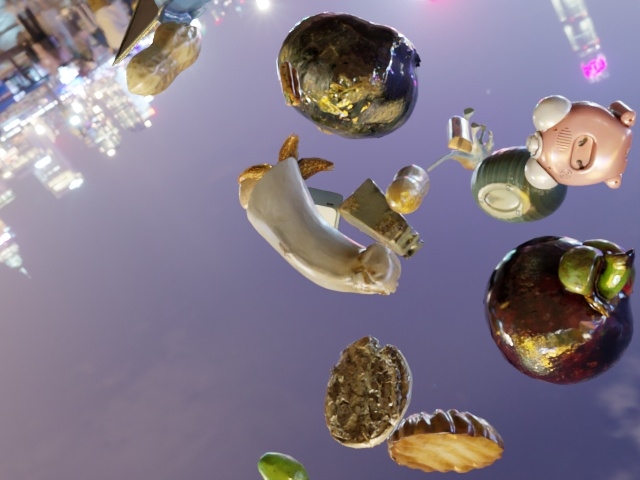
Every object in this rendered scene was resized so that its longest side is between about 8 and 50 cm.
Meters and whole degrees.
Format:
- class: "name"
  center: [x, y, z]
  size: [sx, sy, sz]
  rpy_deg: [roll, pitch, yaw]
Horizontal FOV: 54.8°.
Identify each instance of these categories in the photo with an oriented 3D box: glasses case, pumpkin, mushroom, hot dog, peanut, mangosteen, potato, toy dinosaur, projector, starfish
- class: "glasses case"
  center: [0.385, -0.294, 1.698]
  size: [0.065, 0.041, 0.170]
  rpy_deg: [15, -150, 2]
- class: "pumpkin"
  center: [0.083, -0.482, 1.846]
  size: [0.343, 0.455, 0.454]
  rpy_deg: [-69, -158, 9]
- class: "mushroom"
  center: [0.001, 0.000, 1.319]
  size: [0.126, 0.397, 0.177]
  rpy_deg: [-1, 129, -55]
- class: "hot dog"
  center: [-0.063, -0.310, 1.229]
  size: [0.037, 0.049, 0.122]
  rpy_deg: [-29, -134, 26]
- class: "peanut"
  center: [-0.440, -0.515, 1.741]
  size: [0.149, 0.149, 0.313]
  rpy_deg: [-6, -139, 46]
- class: "mangosteen"
  center: [0.504, 0.132, 1.243]
  size: [0.360, 0.306, 0.306]
  rpy_deg: [-29, -162, 51]
- class: "potato"
  center: [-0.224, -0.173, 2.153]
  size: [0.146, 0.112, 0.112]
  rpy_deg: [-63, -154, 0]
- class: "peanut"
  center: [0.202, -0.120, 1.416]
  size: [0.087, 0.087, 0.206]
  rpy_deg: [-22, -169, 23]
- class: "toy dinosaur"
  center: [0.474, -0.299, 1.972]
  size: [0.092, 0.205, 0.393]
  rpy_deg: [17, -139, 32]
- class: "projector"
  center: [-0.057, -0.079, 2.102]
  size: [0.251, 0.198, 0.108]
  rpy_deg: [11, -142, 5]
- class: "starfish"
  center: [-0.082, -0.141, 1.445]
  size: [0.241, 0.227, 0.043]
  rpy_deg: [0, -157, 16]

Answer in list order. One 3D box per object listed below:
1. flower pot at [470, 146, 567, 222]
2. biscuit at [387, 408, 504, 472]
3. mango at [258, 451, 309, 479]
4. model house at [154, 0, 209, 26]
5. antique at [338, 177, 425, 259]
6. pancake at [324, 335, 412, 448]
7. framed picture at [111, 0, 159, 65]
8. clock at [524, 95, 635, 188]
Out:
- class: "flower pot"
  center: [0.485, -0.135, 1.523]
  size: [0.157, 0.189, 0.243]
  rpy_deg: [-38, -156, -32]
- class: "biscuit"
  center: [0.345, 0.562, 1.736]
  size: [0.326, 0.326, 0.107]
  rpy_deg: [-19, -132, 29]
- class: "mango"
  center: [-0.118, 0.739, 1.957]
  size: [0.178, 0.100, 0.119]
  rpy_deg: [31, -137, 18]
- class: "model house"
  center: [-0.313, -0.648, 1.310]
  size: [0.216, 0.303, 0.237]
  rpy_deg: [-28, -170, 14]
- class: "antique"
  center: [0.199, -0.053, 1.911]
  size: [0.150, 0.125, 0.284]
  rpy_deg: [-46, -131, 2]
- class: "pancake"
  center: [0.157, 0.506, 2.078]
  size: [0.382, 0.071, 0.382]
  rpy_deg: [-25, -128, 37]
- class: "framed picture"
  center: [-0.429, -0.594, 1.569]
  size: [0.232, 0.019, 0.296]
  rpy_deg: [-27, -136, 38]
- class: "clock"
  center: [0.439, -0.163, 1.060]
  size: [0.162, 0.165, 0.092]
  rpy_deg: [3, -152, 7]
